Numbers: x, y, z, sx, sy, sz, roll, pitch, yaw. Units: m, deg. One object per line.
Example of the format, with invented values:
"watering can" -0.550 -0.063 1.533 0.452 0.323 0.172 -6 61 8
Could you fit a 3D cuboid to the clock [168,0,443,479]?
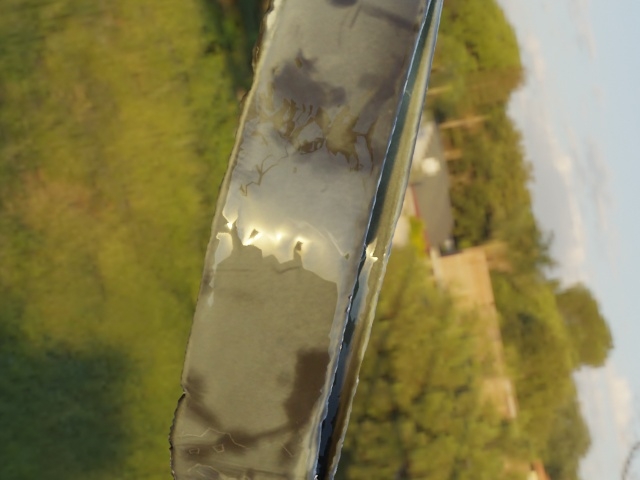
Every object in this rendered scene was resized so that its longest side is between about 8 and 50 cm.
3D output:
"clock" 0.000 0.000 0.669 0.325 0.067 0.325 13 90 -84
